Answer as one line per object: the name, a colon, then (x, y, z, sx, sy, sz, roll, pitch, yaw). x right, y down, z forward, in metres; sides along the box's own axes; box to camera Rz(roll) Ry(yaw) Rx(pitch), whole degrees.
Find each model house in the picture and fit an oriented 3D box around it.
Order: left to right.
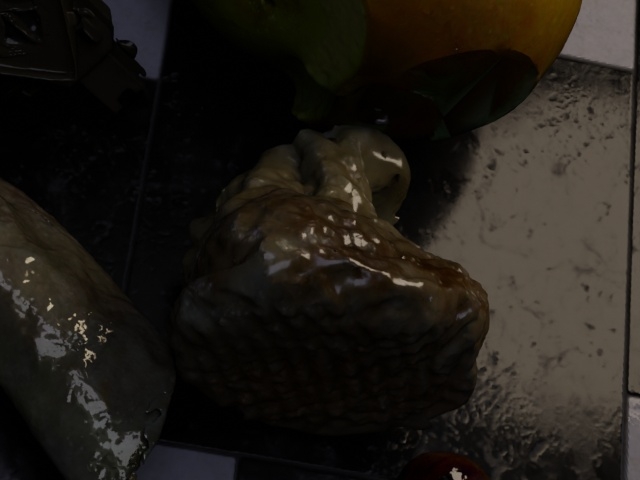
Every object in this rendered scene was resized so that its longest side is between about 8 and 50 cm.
model house: (-0.277, -0.196, 1.575, 0.204, 0.211, 0.243, -42, 113, 14)

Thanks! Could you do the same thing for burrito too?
burrito: (-0.224, 0.075, 1.470, 0.175, 0.107, 0.348, -21, 65, -48)

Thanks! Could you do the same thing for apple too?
apple: (0.057, -0.260, 1.604, 0.384, 0.374, 0.374, -16, 68, 12)

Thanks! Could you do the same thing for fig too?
fig: (0.127, 0.226, 1.526, 0.125, 0.089, 0.089, -4, 65, -42)

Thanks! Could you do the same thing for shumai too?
shumai: (0.000, 0.000, 1.470, 0.267, 0.314, 0.262, -14, 62, 19)
